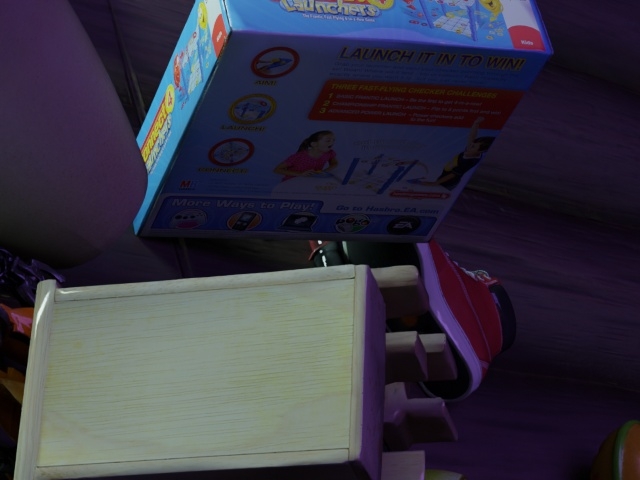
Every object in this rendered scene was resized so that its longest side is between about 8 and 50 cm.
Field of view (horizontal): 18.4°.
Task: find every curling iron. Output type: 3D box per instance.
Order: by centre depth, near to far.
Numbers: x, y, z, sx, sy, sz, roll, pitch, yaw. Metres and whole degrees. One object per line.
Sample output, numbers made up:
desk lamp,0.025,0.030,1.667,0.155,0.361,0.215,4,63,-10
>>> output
curling iron,0.000,0.000,1.999,0.068,0.035,0.274,68,5,-68

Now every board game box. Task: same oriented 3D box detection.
board game box,0.008,-0.118,1.805,0.308,0.302,0.086,2,55,-23

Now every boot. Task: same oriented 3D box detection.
boot,0.119,0.030,2.066,0.244,0.088,0.176,63,32,-8

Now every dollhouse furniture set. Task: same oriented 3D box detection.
dollhouse furniture set,-0.048,0.189,1.562,0.394,0.256,0.362,65,24,-58

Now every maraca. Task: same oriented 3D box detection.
maraca,0.343,0.284,2.105,0.127,0.099,0.186,-17,97,-58

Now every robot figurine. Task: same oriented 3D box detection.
robot figurine,-0.227,0.123,1.584,0.291,0.085,0.211,31,39,-29

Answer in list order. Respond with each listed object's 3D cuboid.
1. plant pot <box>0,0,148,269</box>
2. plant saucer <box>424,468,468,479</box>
plant pot,-0.271,-0.103,1.625,0.274,0.256,0.256,47,31,-38
plant saucer,0.146,0.295,1.841,0.188,0.045,0.188,54,11,4
